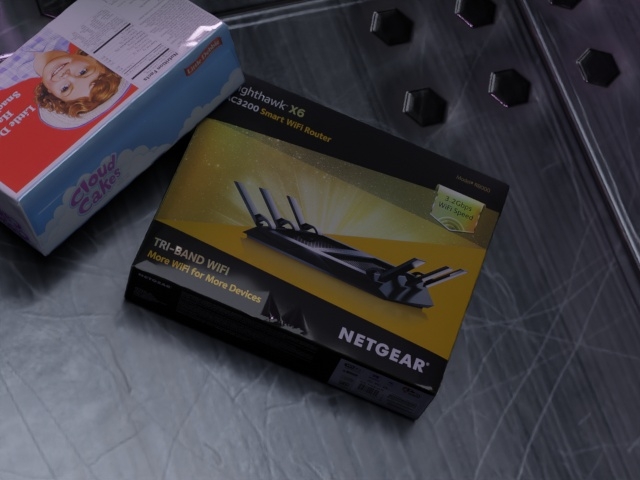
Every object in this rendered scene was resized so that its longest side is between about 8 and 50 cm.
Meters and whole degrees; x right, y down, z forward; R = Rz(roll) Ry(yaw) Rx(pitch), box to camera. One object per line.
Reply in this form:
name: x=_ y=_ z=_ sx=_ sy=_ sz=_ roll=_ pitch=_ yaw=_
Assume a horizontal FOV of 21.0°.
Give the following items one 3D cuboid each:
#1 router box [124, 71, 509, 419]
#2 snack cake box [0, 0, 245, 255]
router box: x=0.000 y=0.000 z=1.662 sx=0.309 sy=0.081 sz=0.243 roll=22 pitch=62 yaw=-2
snack cake box: x=-0.219 y=-0.127 z=1.623 sx=0.152 sy=0.089 sz=0.264 roll=35 pitch=68 yaw=31
